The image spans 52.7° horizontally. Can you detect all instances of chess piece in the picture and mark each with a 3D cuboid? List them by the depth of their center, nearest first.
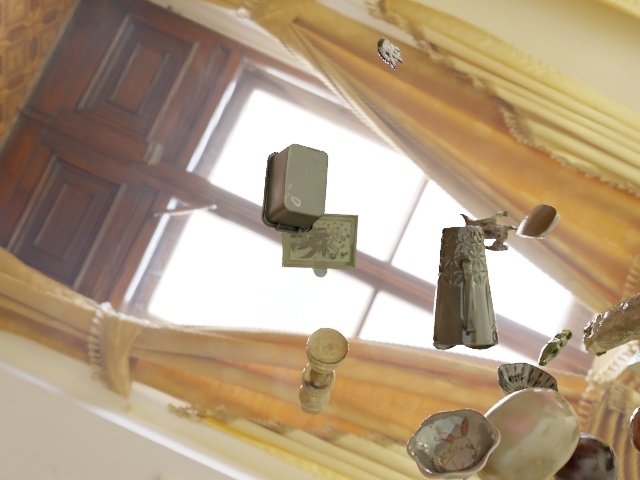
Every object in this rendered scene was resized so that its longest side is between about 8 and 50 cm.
[{"bbox_3d":[-0.005,0.410,1.895,0.397,0.117,0.117,102,10,-48],"label":"chess piece"}]

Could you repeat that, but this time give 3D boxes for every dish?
[{"bbox_3d":[0.329,0.515,1.569,0.229,0.229,0.081,-64,137,-57],"label":"dish"},{"bbox_3d":[0.613,0.447,1.933,0.190,0.191,0.066,-64,163,-59],"label":"dish"}]

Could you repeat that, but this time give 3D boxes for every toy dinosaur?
[{"bbox_3d":[0.622,-0.045,2.352,0.294,0.162,0.077,-133,-155,-66],"label":"toy dinosaur"}]

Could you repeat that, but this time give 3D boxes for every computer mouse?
[{"bbox_3d":[0.592,-0.050,1.778,0.102,0.045,0.199,-55,-177,3],"label":"computer mouse"}]

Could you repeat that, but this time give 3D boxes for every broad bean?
[{"bbox_3d":[0.684,0.295,1.858,0.297,0.043,0.060,-19,144,-51],"label":"broad bean"}]

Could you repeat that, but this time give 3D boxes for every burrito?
[{"bbox_3d":[0.987,0.258,2.077,0.348,0.107,0.175,-44,-161,52],"label":"burrito"}]

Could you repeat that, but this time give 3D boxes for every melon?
[{"bbox_3d":[0.530,0.528,1.698,0.317,0.223,0.223,-51,-176,18],"label":"melon"}]

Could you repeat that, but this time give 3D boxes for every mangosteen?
[{"bbox_3d":[0.772,0.663,1.887,0.210,0.210,0.210,24,90,-89],"label":"mangosteen"}]

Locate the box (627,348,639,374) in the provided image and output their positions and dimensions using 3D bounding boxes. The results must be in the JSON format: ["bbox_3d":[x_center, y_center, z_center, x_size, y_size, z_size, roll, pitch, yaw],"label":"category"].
[{"bbox_3d":[0.896,0.284,1.667,0.153,0.092,0.245,-52,158,-1],"label":"box"}]

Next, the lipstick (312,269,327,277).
[{"bbox_3d":[-0.009,0.083,2.100,0.158,0.048,0.048,-128,-118,-78],"label":"lipstick"}]

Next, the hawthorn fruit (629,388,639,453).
[{"bbox_3d":[0.960,0.529,1.835,0.149,0.149,0.189,110,-10,-78],"label":"hawthorn fruit"}]

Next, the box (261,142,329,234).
[{"bbox_3d":[-0.064,-0.152,1.804,0.135,0.163,0.243,150,-52,-61],"label":"box"}]

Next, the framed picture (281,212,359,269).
[{"bbox_3d":[0.000,0.000,1.929,0.010,0.231,0.173,-162,-107,-79],"label":"framed picture"}]

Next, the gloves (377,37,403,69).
[{"bbox_3d":[0.184,-0.494,1.711,0.026,0.086,0.064,-15,-126,51],"label":"gloves"}]

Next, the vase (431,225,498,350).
[{"bbox_3d":[0.343,0.117,1.538,0.251,0.156,0.300,42,48,-83],"label":"vase"}]
